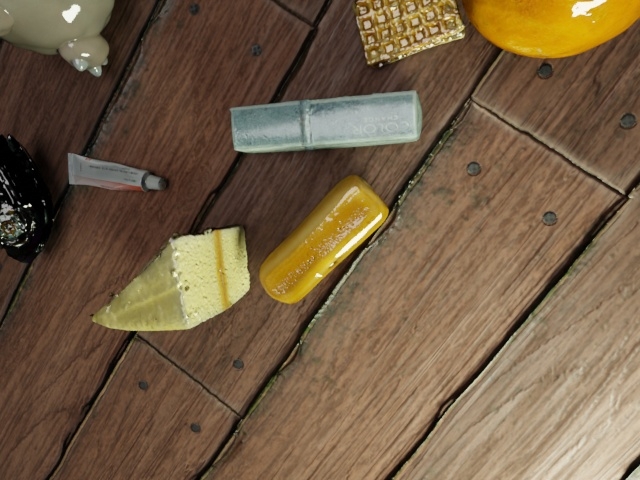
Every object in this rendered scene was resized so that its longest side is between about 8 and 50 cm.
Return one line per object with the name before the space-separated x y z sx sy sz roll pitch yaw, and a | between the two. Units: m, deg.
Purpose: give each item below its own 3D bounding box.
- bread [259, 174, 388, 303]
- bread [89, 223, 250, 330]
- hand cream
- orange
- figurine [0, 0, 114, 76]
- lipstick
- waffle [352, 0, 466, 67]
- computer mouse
bread | 0.000 0.000 0.741 0.092 0.074 0.239 43 107 -11
bread | -0.233 0.051 0.721 0.178 0.240 0.135 -5 96 15
hand cream | -0.379 -0.116 0.847 0.216 0.038 0.052 12 76 18
orange | 0.270 -0.354 0.516 0.226 0.284 0.283 3 98 8
figurine | -0.451 -0.470 0.737 0.203 0.248 0.380 -10 80 31
lipstick | 0.009 -0.180 0.713 0.290 0.076 0.077 -1 96 15
waffle | 0.129 -0.326 0.681 0.148 0.042 0.102 -15 95 16
computer mouse | -0.546 -0.074 0.849 0.078 0.146 0.241 -7 106 -13
